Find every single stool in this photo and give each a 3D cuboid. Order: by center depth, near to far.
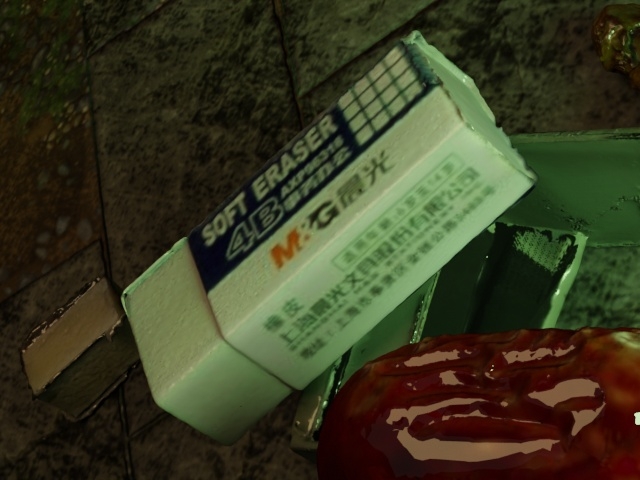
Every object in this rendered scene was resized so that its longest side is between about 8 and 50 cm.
[{"bbox_3d":[0.152,0.069,1.238,0.269,0.170,0.244,-1,64,43],"label":"stool"}]

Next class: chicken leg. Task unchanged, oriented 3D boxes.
[{"bbox_3d":[0.266,-0.107,1.318,0.087,0.107,0.251,-68,27,23],"label":"chicken leg"}]

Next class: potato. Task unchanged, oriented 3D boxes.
[{"bbox_3d":[-0.210,0.097,1.640,0.122,0.061,0.086,-42,42,10],"label":"potato"}]

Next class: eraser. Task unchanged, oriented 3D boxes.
[{"bbox_3d":[0.000,0.000,1.231,0.287,0.086,0.130,-41,42,15],"label":"eraser"}]

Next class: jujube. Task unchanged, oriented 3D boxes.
[{"bbox_3d":[0.109,0.121,1.016,0.230,0.155,0.155,-13,55,34],"label":"jujube"}]
